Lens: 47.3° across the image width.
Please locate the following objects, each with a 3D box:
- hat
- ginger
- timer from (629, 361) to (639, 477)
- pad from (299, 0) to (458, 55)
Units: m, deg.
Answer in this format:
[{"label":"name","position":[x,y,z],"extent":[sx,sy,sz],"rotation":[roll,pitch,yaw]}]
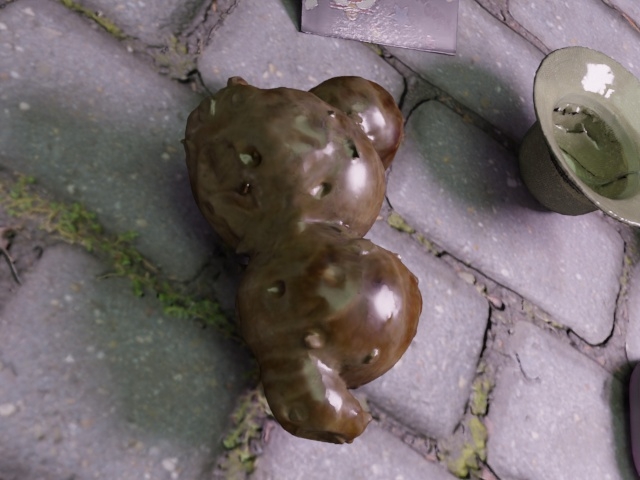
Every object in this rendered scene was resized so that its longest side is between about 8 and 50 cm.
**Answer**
[{"label":"hat","position":[0.334,-0.110,0.949],"extent":[0.257,0.130,0.257],"rotation":[12,63,-24]},{"label":"ginger","position":[0.000,0.000,0.690],"extent":[0.256,0.176,0.375],"rotation":[12,61,-42]},{"label":"timer","position":[0.475,0.240,0.901],"extent":[0.209,0.069,0.190],"rotation":[20,62,-21]},{"label":"pad","position":[0.085,-0.340,0.948],"extent":[0.246,0.006,0.170],"rotation":[0,96,-29]}]
